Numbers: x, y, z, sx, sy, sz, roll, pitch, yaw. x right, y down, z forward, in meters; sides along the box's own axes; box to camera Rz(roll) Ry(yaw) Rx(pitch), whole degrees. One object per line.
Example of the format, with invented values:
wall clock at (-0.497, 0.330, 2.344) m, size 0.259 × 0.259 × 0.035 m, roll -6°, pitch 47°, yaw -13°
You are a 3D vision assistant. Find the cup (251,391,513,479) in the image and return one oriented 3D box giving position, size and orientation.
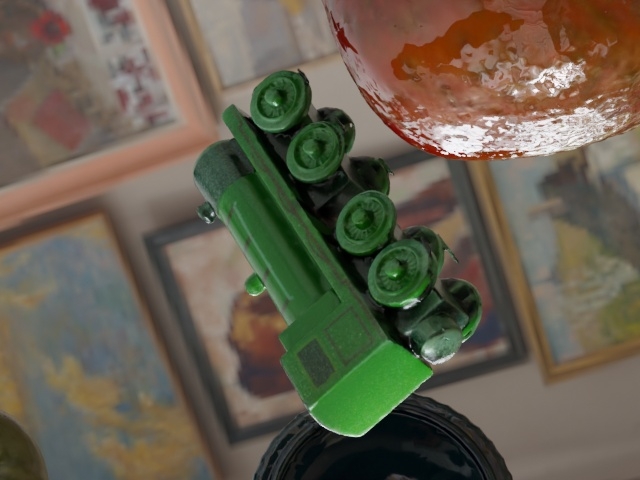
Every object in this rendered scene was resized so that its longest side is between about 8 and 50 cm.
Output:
cup at (0.053, 0.311, 1.468) m, size 0.292 × 0.242 × 0.307 m, roll 93°, pitch 169°, yaw -60°

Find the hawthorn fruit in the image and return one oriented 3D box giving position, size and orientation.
hawthorn fruit at (0.087, -0.120, 0.758) m, size 0.189 × 0.189 × 0.189 m, roll -17°, pitch -90°, yaw -77°

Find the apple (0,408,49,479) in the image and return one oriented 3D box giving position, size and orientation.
apple at (-0.431, 0.293, 1.882) m, size 0.262 × 0.262 × 0.262 m, roll -17°, pitch -90°, yaw -77°

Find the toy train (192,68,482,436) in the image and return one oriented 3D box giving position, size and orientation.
toy train at (0.000, 0.000, 1.034) m, size 0.085 × 0.119 × 0.251 m, roll 38°, pitch -167°, yaw -47°
